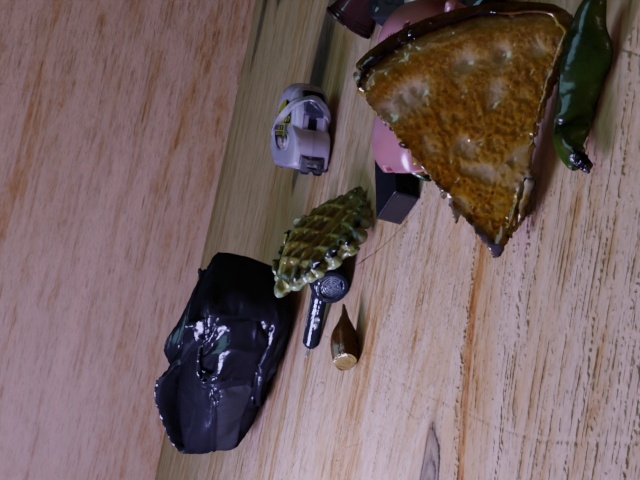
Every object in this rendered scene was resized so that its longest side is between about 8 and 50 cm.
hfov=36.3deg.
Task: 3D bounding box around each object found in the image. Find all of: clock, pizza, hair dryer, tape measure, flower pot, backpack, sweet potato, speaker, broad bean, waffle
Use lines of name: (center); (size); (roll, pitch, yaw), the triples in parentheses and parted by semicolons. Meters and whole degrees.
clock: (0.136, -0.208, 1.294); (0.227, 0.142, 0.241); (-160, 62, -75)
pizza: (0.205, -0.155, 1.130); (0.251, 0.288, 0.074); (-36, 0, 21)
hair dryer: (-0.005, 0.126, 1.824); (0.124, 0.071, 0.219); (-108, 28, -63)
tape measure: (-0.044, -0.249, 2.165); (0.236, 0.120, 0.197); (-158, 76, -70)
flower pot: (0.079, -0.475, 1.974); (0.089, 0.111, 0.111); (-54, 22, 19)
backpack: (-0.223, 0.261, 2.161); (0.363, 0.254, 0.446); (-101, 24, -71)
sweet potato: (0.040, 0.158, 1.642); (0.049, 0.049, 0.117); (124, 151, -53)
speaker: (0.124, -0.138, 1.597); (0.082, 0.044, 0.218); (121, 156, -49)
broad bean: (0.279, -0.164, 1.044); (0.061, 0.046, 0.196); (-5, 77, 62)
waffle: (0.000, 0.000, 1.754); (0.214, 0.054, 0.208); (-29, 26, 23)

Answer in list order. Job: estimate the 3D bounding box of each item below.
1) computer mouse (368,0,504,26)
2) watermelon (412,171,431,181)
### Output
computer mouse: (0.183, -0.361, 1.420); (0.269, 0.086, 0.138); (24, 95, 51)
watermelon: (0.160, -0.243, 1.516); (0.129, 0.123, 0.301); (12, 88, 43)
